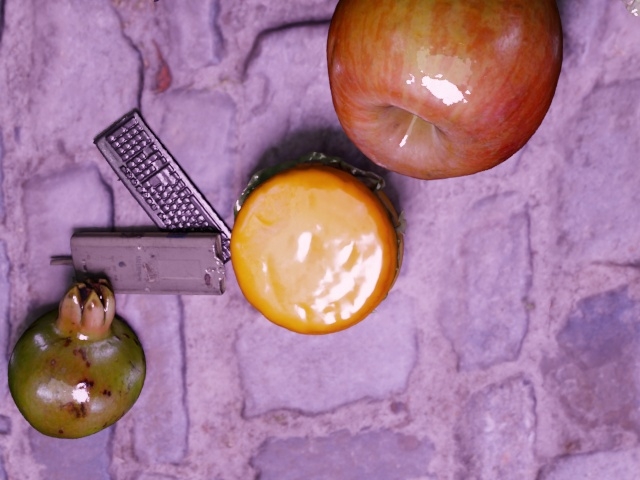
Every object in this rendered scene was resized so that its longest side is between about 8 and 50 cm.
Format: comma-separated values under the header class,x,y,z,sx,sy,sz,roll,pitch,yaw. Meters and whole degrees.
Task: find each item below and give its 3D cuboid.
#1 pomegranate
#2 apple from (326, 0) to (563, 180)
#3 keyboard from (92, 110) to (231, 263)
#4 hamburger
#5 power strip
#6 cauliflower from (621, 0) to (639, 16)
class,x,y,z,sx,sy,sz,roll,pitch,yaw
pomegranate,-0.339,0.184,1.786,0.190,0.159,0.241,43,114,-11
apple,0.156,-0.233,1.525,0.301,0.301,0.302,2,110,7
keyboard,-0.214,-0.060,1.765,0.087,0.017,0.250,-33,103,16
hamburger,0.001,0.001,1.678,0.246,0.170,0.246,2,99,12
power strip,-0.261,0.033,1.784,0.268,0.034,0.092,0,115,13
cauliflower,0.471,-0.296,1.503,0.239,0.256,0.315,-22,136,11
